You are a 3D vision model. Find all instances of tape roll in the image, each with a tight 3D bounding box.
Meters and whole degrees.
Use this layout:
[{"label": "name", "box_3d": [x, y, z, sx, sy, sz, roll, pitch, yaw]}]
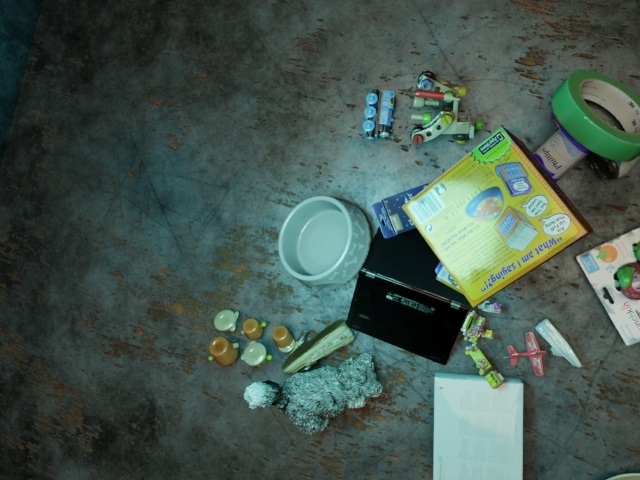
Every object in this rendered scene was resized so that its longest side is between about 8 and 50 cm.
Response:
[{"label": "tape roll", "box_3d": [0.876, -0.389, 1.648, 0.321, 0.077, 0.321, 10, 55, -15]}]

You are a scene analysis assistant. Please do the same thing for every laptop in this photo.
[{"label": "laptop", "box_3d": [0.339, 0.160, 1.901, 0.382, 0.236, 0.408, 20, 121, 14]}]

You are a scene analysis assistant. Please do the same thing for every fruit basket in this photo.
[{"label": "fruit basket", "box_3d": [1.043, 0.113, 1.651, 0.353, 0.165, 0.327, -28, 82, 15]}]

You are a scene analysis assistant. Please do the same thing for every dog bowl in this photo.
[{"label": "dog bowl", "box_3d": [0.000, 0.000, 1.884, 0.349, 0.102, 0.348, -10, 70, 31]}]

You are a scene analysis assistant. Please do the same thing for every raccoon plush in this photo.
[{"label": "raccoon plush", "box_3d": [0.008, 0.504, 1.780, 0.299, 0.446, 0.216, -34, 67, 24]}]

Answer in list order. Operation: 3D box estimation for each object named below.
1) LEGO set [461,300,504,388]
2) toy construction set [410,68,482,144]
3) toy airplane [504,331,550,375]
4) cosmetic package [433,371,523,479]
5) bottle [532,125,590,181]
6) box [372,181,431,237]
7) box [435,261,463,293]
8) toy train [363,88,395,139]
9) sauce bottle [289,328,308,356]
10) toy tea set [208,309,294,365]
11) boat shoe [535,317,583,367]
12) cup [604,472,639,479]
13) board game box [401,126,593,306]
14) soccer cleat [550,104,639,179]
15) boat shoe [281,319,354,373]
[{"label": "LEGO set", "box_3d": [0.526, 0.336, 1.760, 0.132, 0.107, 0.287, -5, 65, 27]}, {"label": "toy construction set", "box_3d": [0.428, -0.436, 1.768, 0.237, 0.309, 0.257, 9, 98, 10]}, {"label": "toy airplane", "box_3d": [0.691, 0.382, 1.786, 0.151, 0.028, 0.151, 3, 96, 26]}, {"label": "cosmetic package", "box_3d": [0.525, 0.647, 1.796, 0.284, 0.097, 0.377, 1, 88, 12]}, {"label": "bottle", "box_3d": [0.736, -0.246, 1.727, 0.283, 0.092, 0.118, -49, 62, 36]}, {"label": "box", "box_3d": [0.308, -0.105, 1.875, 0.225, 0.036, 0.136, -20, 83, -5]}, {"label": "box", "box_3d": [0.451, 0.119, 1.776, 0.136, 0.028, 0.081, 30, 67, 20]}, {"label": "toy train", "box_3d": [0.212, -0.454, 1.924, 0.105, 0.080, 0.184, 6, 89, 8]}, {"label": "sauce bottle", "box_3d": [-0.079, 0.392, 1.987, 0.042, 0.042, 0.128, 21, 92, 14]}, {"label": "toy tea set", "box_3d": [-0.262, 0.389, 2.014, 0.336, 0.124, 0.200, 9, 61, 20]}, {"label": "boat shoe", "box_3d": [0.783, 0.346, 1.761, 0.063, 0.066, 0.184, -42, 81, 24]}, {"label": "cup", "box_3d": [0.985, 0.907, 1.585, 0.331, 0.331, 0.237, -18, 110, 13]}, {"label": "board game box", "box_3d": [0.534, -0.065, 1.594, 0.356, 0.356, 0.356, -40, 74, 24]}, {"label": "soccer cleat", "box_3d": [0.892, -0.347, 1.744, 0.143, 0.116, 0.331, -28, 76, -13]}, {"label": "boat shoe", "box_3d": [-0.008, 0.400, 1.922, 0.285, 0.104, 0.089, -35, 102, 0]}]
